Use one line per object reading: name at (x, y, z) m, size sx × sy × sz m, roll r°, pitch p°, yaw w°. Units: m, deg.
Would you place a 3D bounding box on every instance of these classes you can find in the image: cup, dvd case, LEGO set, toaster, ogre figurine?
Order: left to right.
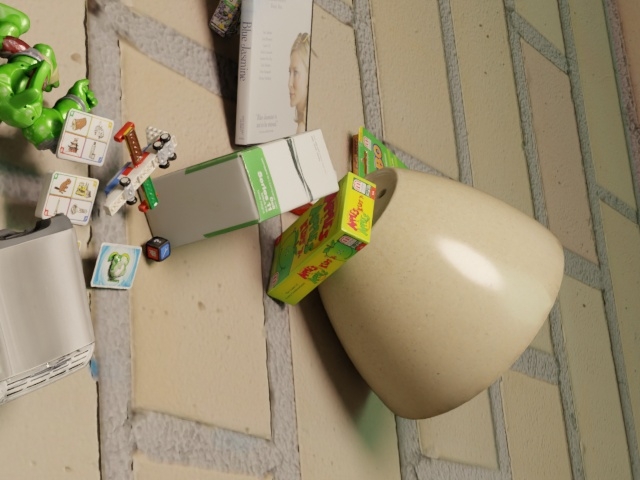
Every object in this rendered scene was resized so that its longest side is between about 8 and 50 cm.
toaster at (-0.301, 0.068, 1.240) m, size 0.227 × 0.129 × 0.147 m, roll -23°, pitch 98°, yaw -62°
ogre figurine at (-0.308, -0.167, 1.379) m, size 0.118 × 0.096 × 0.197 m, roll -90°, pitch 162°, yaw -46°
LEGO set at (-0.233, -0.041, 1.477) m, size 0.244 × 0.060 × 0.183 m, roll 9°, pitch 98°, yaw -62°
dvd case at (-0.058, -0.255, 1.840) m, size 0.180 × 0.022 × 0.253 m, roll -14°, pitch 109°, yaw -63°
cup at (0.125, 0.037, 1.849) m, size 0.237 × 0.331 × 0.331 m, roll 42°, pitch 40°, yaw -20°

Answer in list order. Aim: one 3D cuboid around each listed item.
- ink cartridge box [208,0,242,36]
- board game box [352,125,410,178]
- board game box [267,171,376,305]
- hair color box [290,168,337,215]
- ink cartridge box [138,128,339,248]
ink cartridge box at (-0.099, -0.326, 1.811) m, size 0.029 × 0.115 × 0.063 m, roll 37°, pitch 26°, yaw 13°
board game box at (0.117, -0.067, 2.135) m, size 0.259 × 0.039 × 0.124 m, roll 40°, pitch 43°, yaw -49°
board game box at (0.000, 0.000, 1.746) m, size 0.043 × 0.181 × 0.092 m, roll 25°, pitch 50°, yaw -21°
hair color box at (-0.028, -0.076, 1.876) m, size 0.141 × 0.043 × 0.072 m, roll 21°, pitch 58°, yaw -54°
ink cartridge box at (-0.093, -0.063, 1.644) m, size 0.208 × 0.153 × 0.087 m, roll -25°, pitch 98°, yaw -60°
